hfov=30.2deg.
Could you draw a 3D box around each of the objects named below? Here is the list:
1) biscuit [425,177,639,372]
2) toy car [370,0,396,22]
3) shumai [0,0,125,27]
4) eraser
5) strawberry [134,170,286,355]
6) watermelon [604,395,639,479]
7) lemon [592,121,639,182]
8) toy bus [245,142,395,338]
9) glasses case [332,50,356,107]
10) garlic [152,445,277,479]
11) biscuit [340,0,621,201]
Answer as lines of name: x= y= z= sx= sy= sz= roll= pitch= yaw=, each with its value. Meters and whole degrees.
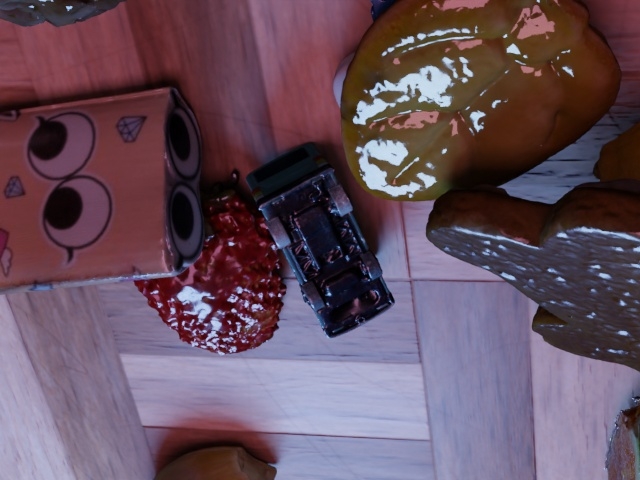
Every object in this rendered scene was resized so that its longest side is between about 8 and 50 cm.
biscuit: x=0.288 y=0.059 z=1.011 sx=0.432 sy=0.064 sz=0.283 roll=33 pitch=162 yaw=-34
toy car: x=0.068 y=-0.238 z=0.874 sx=0.097 sy=0.100 sz=0.191 roll=-5 pitch=125 yaw=18
shumai: x=-0.211 y=-0.235 z=0.891 sx=0.218 sy=0.185 sz=0.184 roll=-8 pitch=125 yaw=20
eraser: x=-0.255 y=-0.035 z=1.090 sx=0.290 sy=0.171 sz=0.087 roll=-6 pitch=167 yaw=19
strawberry: x=-0.100 y=0.049 z=1.149 sx=0.167 sy=0.087 sz=0.208 roll=-18 pitch=122 yaw=24
watermelon: x=0.369 y=0.256 z=1.171 sx=0.146 sy=0.128 sz=0.231 roll=-3 pitch=138 yaw=0
lemon: x=0.299 y=-0.051 z=0.955 sx=0.155 sy=0.114 sz=0.114 roll=9 pitch=129 yaw=13
toy bus: x=0.000 y=0.000 z=1.081 sx=0.079 sy=0.092 sz=0.160 roll=-28 pitch=120 yaw=-2
glasses case: x=0.101 y=-0.144 z=0.970 sx=0.193 sy=0.049 sz=0.074 roll=-16 pitch=128 yaw=25
garlic: x=-0.132 y=0.345 z=1.375 sx=0.164 sy=0.145 sz=0.245 roll=-9 pitch=134 yaw=-18
biscuit: x=0.113 y=-0.107 z=0.937 sx=0.203 sy=0.041 sz=0.260 roll=22 pitch=138 yaw=-24
